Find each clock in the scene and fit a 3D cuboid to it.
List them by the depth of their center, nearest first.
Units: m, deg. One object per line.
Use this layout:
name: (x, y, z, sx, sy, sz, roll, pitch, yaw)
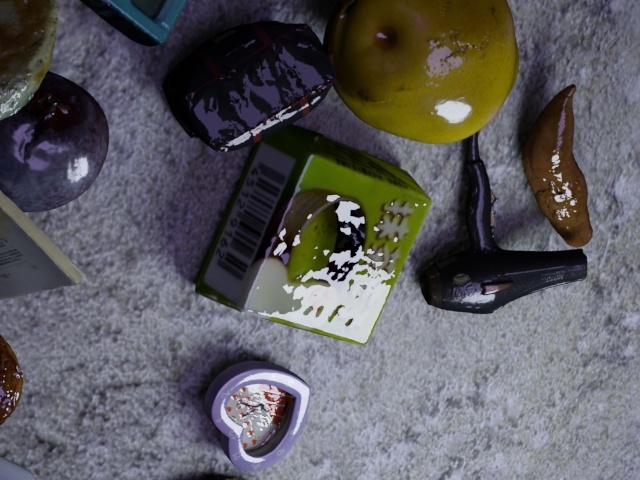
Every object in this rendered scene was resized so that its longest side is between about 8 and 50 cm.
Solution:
clock: (-0.100, 0.273, 1.819, 0.172, 0.064, 0.198, -30, 123, -16)

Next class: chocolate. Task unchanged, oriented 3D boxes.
chocolate: (0.000, 0.000, 1.714, 0.288, 0.137, 0.301, 18, 101, -35)

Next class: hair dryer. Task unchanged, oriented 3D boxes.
hair dryer: (0.310, -0.052, 1.892, 0.303, 0.120, 0.360, -10, 106, -9)

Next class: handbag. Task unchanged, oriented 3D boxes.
handbag: (-0.105, -0.219, 1.539, 0.215, 0.169, 0.155, -32, 107, -14)

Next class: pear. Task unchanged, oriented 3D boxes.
pear: (0.156, -0.267, 1.600, 0.285, 0.285, 0.336, -55, 145, 1)

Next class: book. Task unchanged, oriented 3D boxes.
book: (-0.463, -0.022, 1.417, 0.289, 0.201, 0.026, 53, 38, -36)

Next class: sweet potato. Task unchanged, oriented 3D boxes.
sweet potato: (0.410, -0.112, 1.933, 0.106, 0.095, 0.355, -18, 129, 0)

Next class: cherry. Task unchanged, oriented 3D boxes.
cherry: (-0.375, -0.125, 1.419, 0.195, 0.195, 0.195, -12, 116, -26)

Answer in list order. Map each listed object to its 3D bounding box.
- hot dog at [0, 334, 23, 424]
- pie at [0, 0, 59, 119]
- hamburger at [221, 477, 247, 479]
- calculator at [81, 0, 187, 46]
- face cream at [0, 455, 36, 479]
hot dog: (-0.516, 0.171, 1.509, 0.160, 0.099, 0.227, -44, 124, -7)
pie: (-0.453, -0.261, 1.298, 0.302, 0.067, 0.303, 9, 67, -22)
hamburger: (-0.184, 0.465, 1.831, 0.262, 0.124, 0.131, -15, 99, -30)
calculator: (-0.246, -0.413, 1.399, 0.274, 0.058, 0.248, 37, 70, -35)
face cream: (-0.570, 0.334, 1.559, 0.163, 0.080, 0.336, -51, 127, -1)
